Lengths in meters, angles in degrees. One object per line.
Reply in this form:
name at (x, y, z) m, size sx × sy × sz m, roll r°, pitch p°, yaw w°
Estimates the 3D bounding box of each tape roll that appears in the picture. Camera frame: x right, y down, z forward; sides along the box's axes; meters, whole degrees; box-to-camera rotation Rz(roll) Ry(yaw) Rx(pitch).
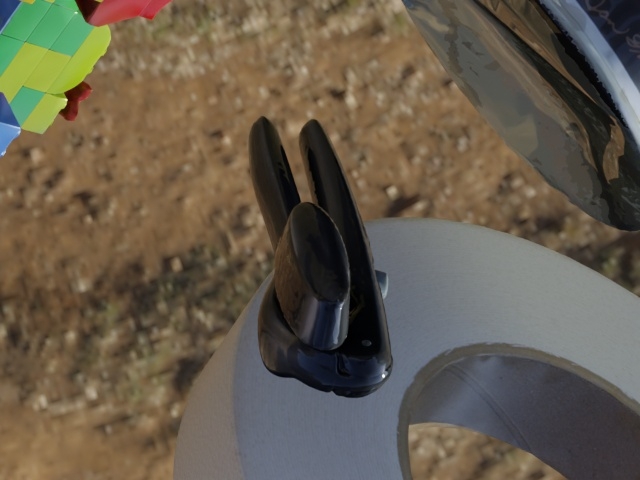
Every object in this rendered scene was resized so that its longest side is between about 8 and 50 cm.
tape roll at (0.115, 0.153, 0.853) m, size 0.392 × 0.392 × 0.072 m, roll 9°, pitch 134°, yaw -32°

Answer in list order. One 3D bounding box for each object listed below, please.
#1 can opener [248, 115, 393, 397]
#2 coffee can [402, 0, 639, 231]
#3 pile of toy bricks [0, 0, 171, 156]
can opener at (0.000, 0.000, 0.762) m, size 0.059 × 0.186 × 0.073 m, roll 13°, pitch 121°, yaw -15°
coffee can at (0.191, -0.166, 0.804) m, size 0.275 × 0.201 × 0.201 m, roll -39°, pitch 140°, yaw -7°
pile of toy bricks at (-0.107, -0.061, 0.516) m, size 0.105 × 0.118 × 0.212 m, roll 15°, pitch 127°, yaw -47°
